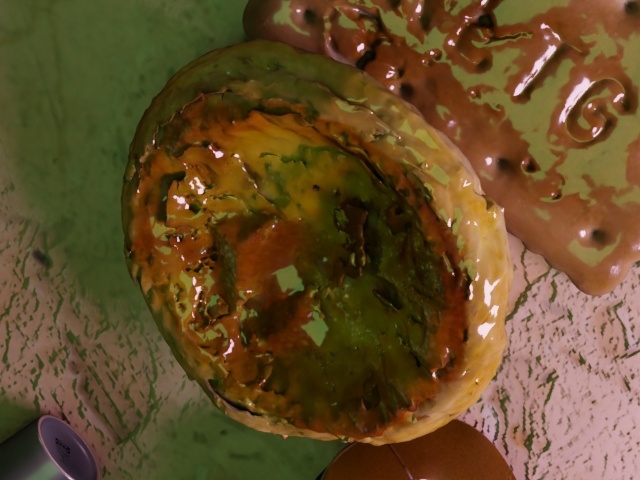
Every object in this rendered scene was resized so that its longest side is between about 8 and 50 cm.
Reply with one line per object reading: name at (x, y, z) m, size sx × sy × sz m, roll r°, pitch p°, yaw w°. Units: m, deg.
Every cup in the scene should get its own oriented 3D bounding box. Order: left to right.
cup at (-0.206, 0.184, 1.062) m, size 0.077 × 0.078 × 0.100 m, roll -39°, pitch 130°, yaw 11°

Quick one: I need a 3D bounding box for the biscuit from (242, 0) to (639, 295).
biscuit at (0.128, -0.129, 0.946) m, size 0.325 × 0.044 × 0.217 m, roll 38°, pitch 108°, yaw -3°

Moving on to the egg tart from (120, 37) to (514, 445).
egg tart at (0.000, 0.000, 0.945) m, size 0.290 × 0.115 × 0.290 m, roll 11°, pitch 117°, yaw 24°

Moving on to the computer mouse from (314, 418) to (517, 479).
computer mouse at (0.098, 0.278, 0.996) m, size 0.158 × 0.072 × 0.310 m, roll -20°, pitch 92°, yaw -27°
